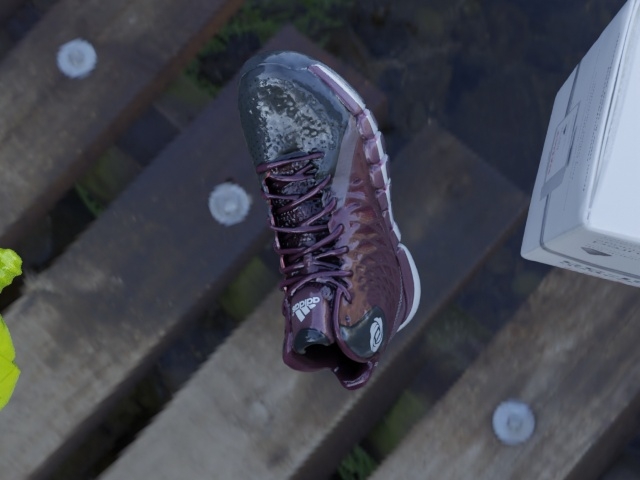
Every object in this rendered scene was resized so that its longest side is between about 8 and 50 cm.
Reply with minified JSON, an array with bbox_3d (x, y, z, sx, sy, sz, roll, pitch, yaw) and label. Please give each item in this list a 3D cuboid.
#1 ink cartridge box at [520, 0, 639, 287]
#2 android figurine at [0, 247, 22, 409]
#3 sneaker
[{"bbox_3d":[0.230,-0.027,0.759,0.207,0.283,0.117,14,87,3],"label":"ink cartridge box"},{"bbox_3d":[-0.286,0.088,0.801,0.273,0.248,0.056,-46,43,0],"label":"android figurine"},{"bbox_3d":[0.000,0.000,1.119,0.106,0.281,0.162,-11,33,26],"label":"sneaker"}]
